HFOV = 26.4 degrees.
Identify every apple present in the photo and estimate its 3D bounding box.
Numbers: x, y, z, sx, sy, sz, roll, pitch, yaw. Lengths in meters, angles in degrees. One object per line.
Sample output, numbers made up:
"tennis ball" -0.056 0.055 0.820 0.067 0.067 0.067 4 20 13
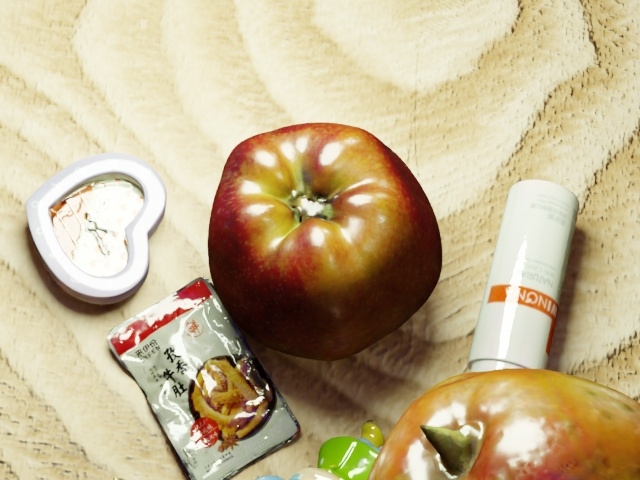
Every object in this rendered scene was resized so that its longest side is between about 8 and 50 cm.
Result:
"apple" 0.000 0.000 1.666 0.288 0.317 0.288 -3 68 8

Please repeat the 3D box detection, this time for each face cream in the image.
"face cream" 0.256 0.092 1.767 0.102 0.102 0.345 16 67 -2

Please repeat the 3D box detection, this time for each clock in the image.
"clock" -0.293 -0.018 1.749 0.172 0.064 0.198 13 68 -3

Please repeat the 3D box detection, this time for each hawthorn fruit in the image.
"hawthorn fruit" 0.210 0.308 1.458 0.403 0.403 0.402 3 69 -7

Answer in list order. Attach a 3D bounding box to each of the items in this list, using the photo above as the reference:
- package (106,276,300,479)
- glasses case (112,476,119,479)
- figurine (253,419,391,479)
"package" -0.148 0.179 1.714 0.154 0.030 0.239 -30 77 -15
"glasses case" -0.275 0.368 1.620 0.065 0.041 0.170 41 68 -4
"figurine" 0.006 0.317 1.626 0.162 0.143 0.263 19 42 37
